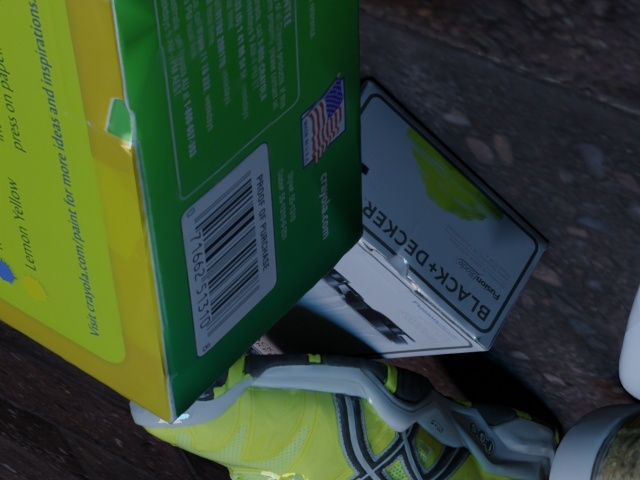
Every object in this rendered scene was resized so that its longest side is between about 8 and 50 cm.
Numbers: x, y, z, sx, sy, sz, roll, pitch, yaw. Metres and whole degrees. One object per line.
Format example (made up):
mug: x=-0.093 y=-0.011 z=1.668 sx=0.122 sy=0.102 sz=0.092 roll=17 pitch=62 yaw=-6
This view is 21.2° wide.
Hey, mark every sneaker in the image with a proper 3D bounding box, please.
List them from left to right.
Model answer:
sneaker: x=0.030 y=0.168 z=1.226 sx=0.384 sy=0.147 sz=0.145 roll=19 pitch=167 yaw=-37

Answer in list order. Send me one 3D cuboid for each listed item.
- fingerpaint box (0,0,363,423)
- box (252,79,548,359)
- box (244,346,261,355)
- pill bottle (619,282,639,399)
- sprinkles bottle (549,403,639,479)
fingerpaint box: x=-0.171 y=-0.189 z=0.747 sx=0.371 sy=0.163 sz=0.445 roll=27 pitch=143 yaw=26
box: x=0.000 y=0.000 z=1.161 sx=0.169 sy=0.087 sz=0.290 roll=41 pitch=158 yaw=-17
box: x=-0.111 y=0.031 z=1.392 sx=0.147 sy=0.077 sz=0.180 roll=5 pitch=145 yaw=51
pill bottle: x=0.294 y=0.055 z=0.767 sx=0.283 sy=0.161 sz=0.161 roll=25 pitch=157 yaw=20
sprinkles bottle: x=0.292 y=0.160 z=1.045 sx=0.121 sy=0.121 sz=0.355 roll=42 pitch=156 yaw=-20
